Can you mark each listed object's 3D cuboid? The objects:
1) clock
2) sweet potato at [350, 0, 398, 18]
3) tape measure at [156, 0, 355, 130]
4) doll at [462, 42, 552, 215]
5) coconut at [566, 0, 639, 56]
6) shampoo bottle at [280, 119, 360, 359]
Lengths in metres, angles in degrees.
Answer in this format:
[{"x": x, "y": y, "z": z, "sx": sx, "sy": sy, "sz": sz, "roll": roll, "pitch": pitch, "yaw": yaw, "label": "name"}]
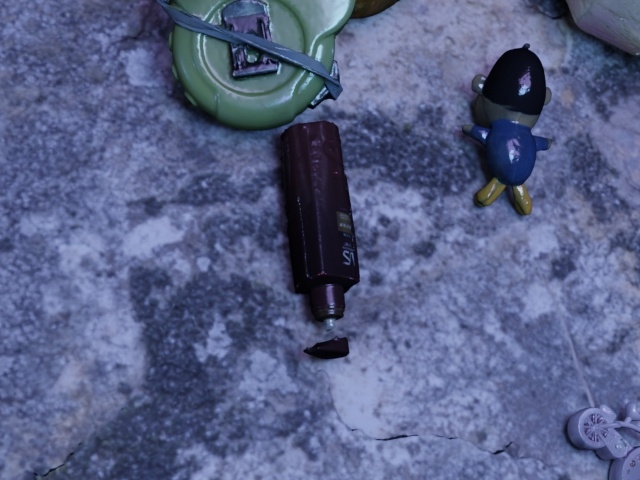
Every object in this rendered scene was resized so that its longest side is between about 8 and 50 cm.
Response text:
[{"x": 0.309, "y": 0.211, "z": 1.438, "sx": 0.129, "sy": 0.041, "sz": 0.087, "roll": 44, "pitch": 68, "yaw": -4, "label": "clock"}, {"x": 0.059, "y": -0.301, "z": 1.533, "sx": 0.108, "sy": 0.079, "sz": 0.346, "roll": 29, "pitch": 62, "yaw": 26, "label": "sweet potato"}, {"x": -0.062, "y": -0.197, "z": 1.411, "sx": 0.200, "sy": 0.106, "sz": 0.175, "roll": -1, "pitch": 91, "yaw": -4, "label": "tape measure"}, {"x": 0.200, "y": -0.121, "z": 1.508, "sx": 0.102, "sy": 0.089, "sz": 0.179, "roll": 11, "pitch": 91, "yaw": -14, "label": "doll"}, {"x": 0.366, "y": -0.325, "z": 1.571, "sx": 0.236, "sy": 0.197, "sz": 0.237, "roll": 6, "pitch": 66, "yaw": -14, "label": "coconut"}, {"x": 0.000, "y": -0.001, "z": 1.402, "sx": 0.068, "sy": 0.067, "sz": 0.236, "roll": 2, "pitch": 69, "yaw": -27, "label": "shampoo bottle"}]
